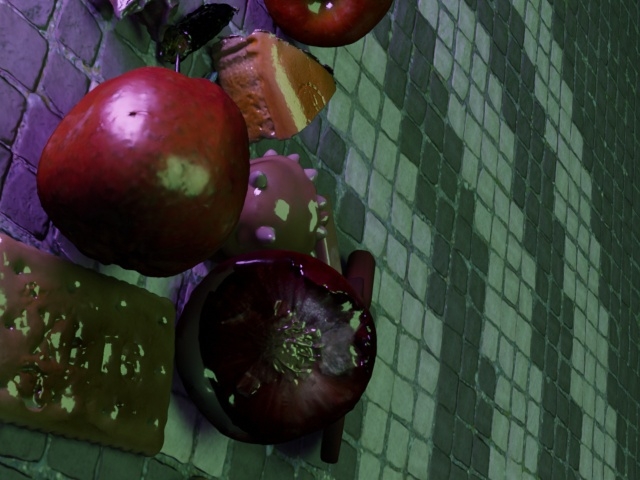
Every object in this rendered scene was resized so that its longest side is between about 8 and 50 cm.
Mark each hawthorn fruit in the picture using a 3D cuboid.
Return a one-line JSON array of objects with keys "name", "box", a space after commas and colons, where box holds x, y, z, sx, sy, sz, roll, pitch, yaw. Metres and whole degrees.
[{"name": "hawthorn fruit", "box": [-0.204, -0.111, 1.354, 0.254, 0.254, 0.300, 38, 49, -48]}]

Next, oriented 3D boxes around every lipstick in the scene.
[{"name": "lipstick", "box": [0.000, 0.000, 1.829, 0.045, 0.045, 0.145, -13, 94, -59]}]

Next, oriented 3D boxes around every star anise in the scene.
[{"name": "star anise", "box": [-0.234, -0.374, 1.509, 0.231, 0.089, 0.209, -48, 123, -46]}]

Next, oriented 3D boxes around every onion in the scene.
[{"name": "onion", "box": [-0.059, 0.144, 1.541, 0.195, 0.272, 0.272, -17, 98, -85]}]

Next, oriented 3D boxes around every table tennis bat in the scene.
[{"name": "table tennis bat", "box": [0.044, 0.162, 1.765, 0.415, 0.051, 0.268, -78, 175, -50]}]

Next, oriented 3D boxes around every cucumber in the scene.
[{"name": "cucumber", "box": [-0.175, -0.305, 1.624, 0.181, 0.053, 0.053, -48, 123, -52]}]

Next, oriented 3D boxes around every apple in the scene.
[{"name": "apple", "box": [0.011, -0.425, 1.803, 0.230, 0.230, 0.230, 20, 66, -55]}]

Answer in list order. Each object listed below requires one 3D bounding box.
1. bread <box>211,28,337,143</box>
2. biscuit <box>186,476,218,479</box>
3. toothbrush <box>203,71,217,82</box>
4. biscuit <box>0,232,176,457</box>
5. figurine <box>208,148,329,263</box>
[{"name": "bread", "box": [-0.065, -0.248, 1.707, 0.160, 0.140, 0.169, -33, 110, -49]}, {"name": "biscuit", "box": [-0.167, 0.384, 1.462, 0.118, 0.061, 0.183, 54, 42, -34]}, {"name": "toothbrush", "box": [-0.190, -0.181, 1.599, 0.013, 0.019, 0.193, 59, 40, -32]}, {"name": "biscuit", "box": [-0.286, 0.133, 1.349, 0.325, 0.044, 0.217, 30, 59, -51]}, {"name": "figurine", "box": [-0.062, -0.035, 1.621, 0.247, 0.173, 0.177, 31, 57, -51]}]
